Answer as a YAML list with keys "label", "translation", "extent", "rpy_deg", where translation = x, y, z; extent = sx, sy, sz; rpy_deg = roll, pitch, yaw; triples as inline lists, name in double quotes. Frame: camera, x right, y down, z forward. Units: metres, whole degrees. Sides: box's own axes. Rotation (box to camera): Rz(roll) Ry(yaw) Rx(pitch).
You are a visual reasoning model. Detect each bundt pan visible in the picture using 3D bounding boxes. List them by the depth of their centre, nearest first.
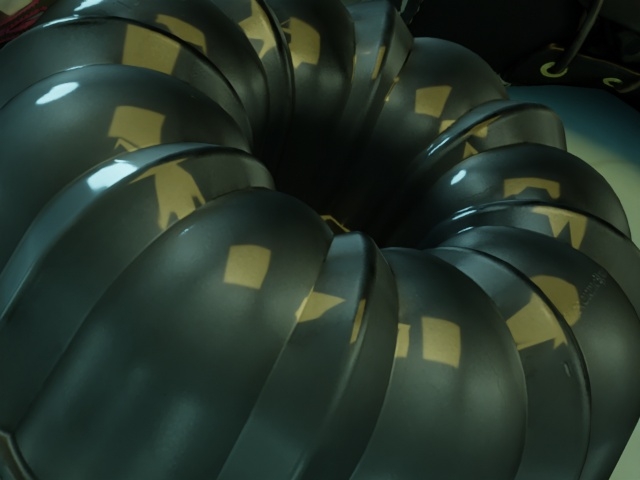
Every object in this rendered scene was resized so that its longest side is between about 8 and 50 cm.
- label: "bundt pan"
  translation: [0.000, 0.000, 0.680]
  extent: [0.331, 0.124, 0.330]
  rpy_deg: [20, 35, -15]

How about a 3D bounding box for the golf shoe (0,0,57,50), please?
- label: "golf shoe"
  translation: [-0.137, -0.136, 0.768]
  extent: [0.105, 0.120, 0.273]
  rpy_deg: [39, 32, 20]

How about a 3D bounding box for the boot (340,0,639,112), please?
- label: "boot"
  translation: [0.211, -0.095, 0.960]
  extent: [0.377, 0.138, 0.284]
  rpy_deg: [-9, 49, -50]
